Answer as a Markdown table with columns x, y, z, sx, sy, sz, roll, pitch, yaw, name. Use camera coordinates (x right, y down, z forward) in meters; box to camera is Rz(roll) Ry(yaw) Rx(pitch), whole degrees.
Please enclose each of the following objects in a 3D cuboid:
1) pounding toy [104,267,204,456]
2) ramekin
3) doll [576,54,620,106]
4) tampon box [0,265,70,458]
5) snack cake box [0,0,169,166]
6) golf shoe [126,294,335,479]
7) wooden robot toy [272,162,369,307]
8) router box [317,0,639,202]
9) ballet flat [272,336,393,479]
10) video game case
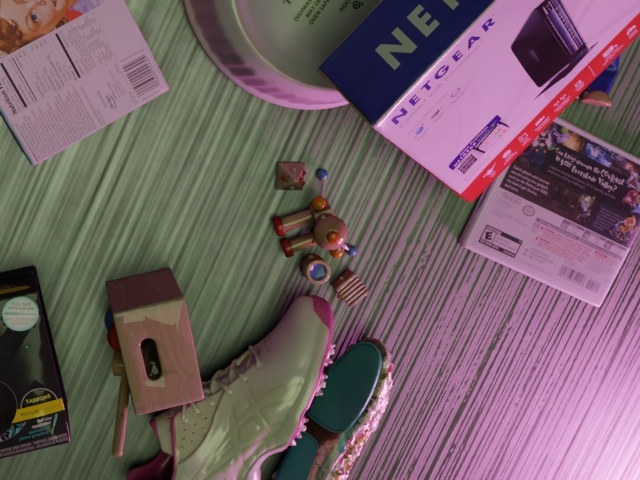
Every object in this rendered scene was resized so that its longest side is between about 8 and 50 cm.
| x | y | z | sx | sy | sz | roll | pitch | yaw | name |
| --- | --- | --- | --- | --- | --- | --- | --- | --- | --- |
| -0.179 | 0.121 | 1.227 | 0.100 | 0.130 | 0.141 | -12 | 107 | -10 | pounding toy |
| 0.003 | -0.255 | 1.178 | 0.272 | 0.127 | 0.273 | -4 | 105 | -13 | ramekin |
| 0.304 | -0.242 | 1.299 | 0.129 | 0.046 | 0.189 | 12 | 95 | -7 | doll |
| -0.324 | 0.124 | 1.206 | 0.120 | 0.101 | 0.161 | -13 | 106 | -11 | tampon box |
| -0.268 | -0.221 | 1.107 | 0.152 | 0.089 | 0.264 | -30 | 121 | -10 | snack cake box |
| -0.094 | 0.183 | 1.277 | 0.140 | 0.115 | 0.306 | 27 | 95 | -15 | golf shoe |
| 0.000 | 0.000 | 1.268 | 0.076 | 0.079 | 0.173 | -24 | 108 | -7 | wooden robot toy |
| 0.190 | -0.208 | 1.140 | 0.335 | 0.301 | 0.082 | -46 | 66 | 10 | router box |
| 0.018 | 0.214 | 1.338 | 0.077 | 0.091 | 0.241 | 20 | 104 | -48 | ballet flat |
| 0.273 | -0.037 | 1.358 | 0.190 | 0.022 | 0.173 | 24 | 98 | -17 | video game case |
